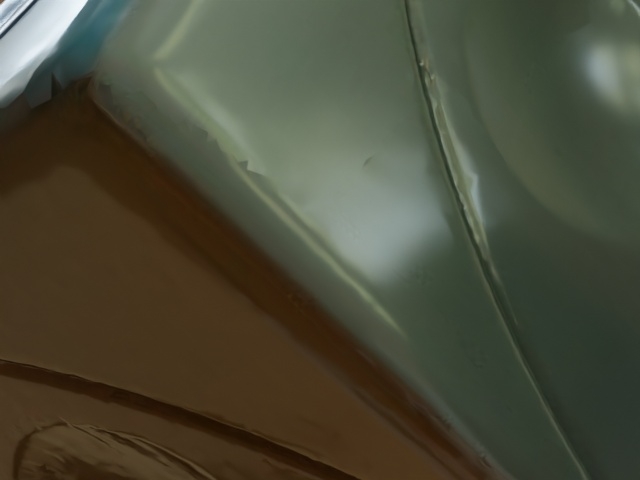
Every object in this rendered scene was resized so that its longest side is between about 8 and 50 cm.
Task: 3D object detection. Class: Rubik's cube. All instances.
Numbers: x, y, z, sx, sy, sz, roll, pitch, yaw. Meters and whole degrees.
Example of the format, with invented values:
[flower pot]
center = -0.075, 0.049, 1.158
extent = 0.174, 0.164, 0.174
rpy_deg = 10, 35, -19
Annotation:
[Rubik's cube]
center = 0.000, 0.000, 0.867
extent = 0.352, 0.347, 0.351
rpy_deg = -31, -159, 45
